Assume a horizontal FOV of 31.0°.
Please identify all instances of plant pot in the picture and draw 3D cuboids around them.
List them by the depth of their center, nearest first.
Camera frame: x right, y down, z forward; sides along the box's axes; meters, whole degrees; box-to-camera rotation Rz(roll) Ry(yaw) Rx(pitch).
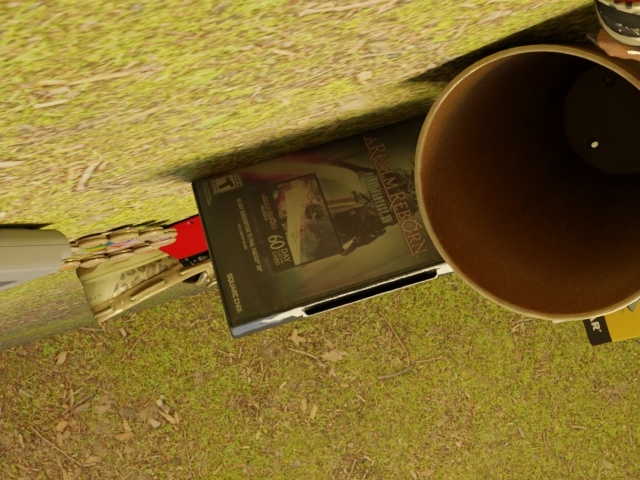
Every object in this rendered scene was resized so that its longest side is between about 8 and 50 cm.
[{"bbox_3d":[0.245,-0.085,1.055,0.237,0.237,0.254,-19,-171,34],"label":"plant pot"}]

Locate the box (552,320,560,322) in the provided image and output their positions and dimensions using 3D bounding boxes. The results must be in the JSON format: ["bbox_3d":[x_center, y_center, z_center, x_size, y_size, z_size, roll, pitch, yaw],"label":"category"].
[{"bbox_3d":[0.410,-0.056,1.577,0.322,0.232,0.058,-24,180,-20],"label":"box"}]

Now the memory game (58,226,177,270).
[{"bbox_3d":[-0.270,0.012,1.459,0.186,0.012,0.186,-14,173,-2],"label":"memory game"}]

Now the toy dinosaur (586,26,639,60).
[{"bbox_3d":[0.360,-0.162,0.804,0.295,0.127,0.200,-30,170,32],"label":"toy dinosaur"}]

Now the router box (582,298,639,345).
[{"bbox_3d":[0.397,-0.043,1.409,0.081,0.309,0.243,-15,175,-38],"label":"router box"}]

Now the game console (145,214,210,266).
[{"bbox_3d":[-0.145,-0.026,1.557,0.144,0.085,0.124,-18,-153,32],"label":"game console"}]

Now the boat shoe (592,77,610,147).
[{"bbox_3d":[0.318,-0.144,1.209,0.094,0.109,0.302,31,145,-20],"label":"boat shoe"}]

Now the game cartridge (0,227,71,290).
[{"bbox_3d":[-0.420,0.048,1.150,0.294,0.060,0.196,-18,179,16],"label":"game cartridge"}]

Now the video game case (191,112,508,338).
[{"bbox_3d":[0.022,-0.022,1.144,0.274,0.196,0.026,-17,141,-3],"label":"video game case"}]

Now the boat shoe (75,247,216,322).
[{"bbox_3d":[-0.217,0.046,1.691,0.285,0.089,0.104,-15,175,-31],"label":"boat shoe"}]

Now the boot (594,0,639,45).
[{"bbox_3d":[0.267,-0.168,0.664,0.236,0.085,0.178,-10,180,21],"label":"boot"}]
